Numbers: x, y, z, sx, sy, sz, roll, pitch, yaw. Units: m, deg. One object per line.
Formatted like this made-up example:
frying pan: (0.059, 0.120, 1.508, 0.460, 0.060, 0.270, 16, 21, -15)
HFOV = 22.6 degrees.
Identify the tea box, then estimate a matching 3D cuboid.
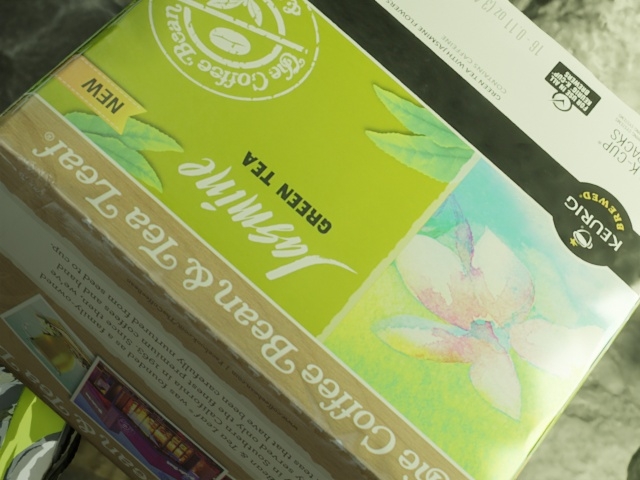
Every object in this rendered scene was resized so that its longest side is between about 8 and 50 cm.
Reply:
tea box: (0.000, 0.000, 0.974, 0.329, 0.220, 0.323, 41, 57, 1)

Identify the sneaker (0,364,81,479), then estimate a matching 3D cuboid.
sneaker: (-0.236, 0.155, 1.032, 0.121, 0.111, 0.300, 22, 71, 3)
